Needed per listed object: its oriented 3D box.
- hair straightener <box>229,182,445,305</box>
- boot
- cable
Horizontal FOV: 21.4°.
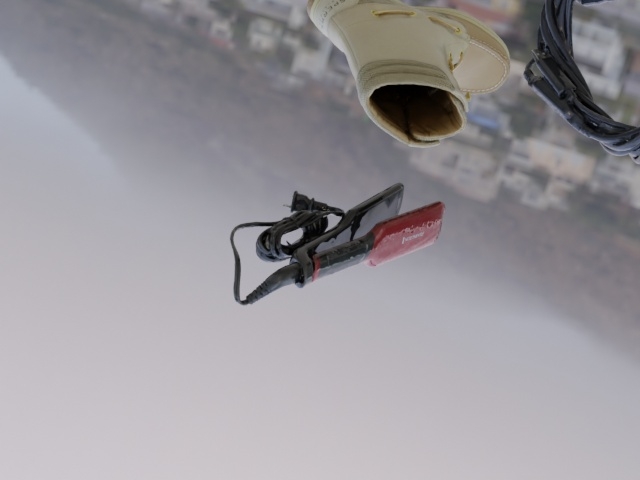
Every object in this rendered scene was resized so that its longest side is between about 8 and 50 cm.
[{"bbox_3d":[0.000,0.000,1.314,0.089,0.047,0.230,28,-146,28],"label":"hair straightener"},{"bbox_3d":[0.124,-0.174,1.814,0.262,0.095,0.203,19,-150,-34],"label":"boot"},{"bbox_3d":[0.246,-0.149,1.367,0.047,0.150,0.184,6,-148,-42],"label":"cable"}]
